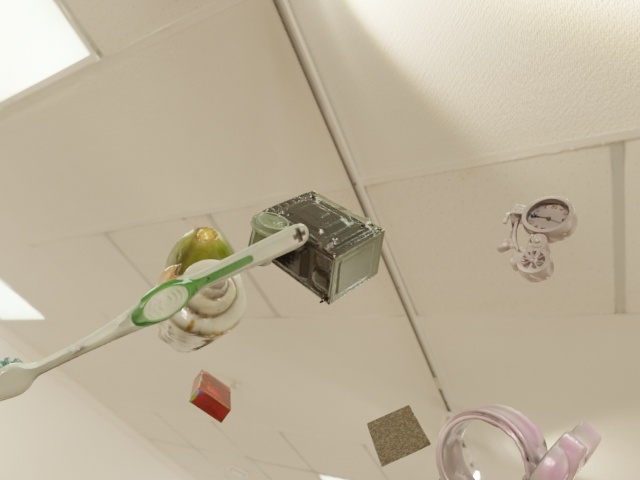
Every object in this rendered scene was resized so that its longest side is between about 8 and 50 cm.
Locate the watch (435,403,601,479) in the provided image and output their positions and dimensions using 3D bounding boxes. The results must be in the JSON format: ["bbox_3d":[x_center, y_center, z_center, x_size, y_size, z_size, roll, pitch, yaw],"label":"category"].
[{"bbox_3d":[0.340,0.400,0.788,0.210,0.249,0.217,14,13,-47],"label":"watch"}]

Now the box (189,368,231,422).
[{"bbox_3d":[-0.312,0.440,1.215,0.112,0.048,0.175,39,-8,-11],"label":"box"}]

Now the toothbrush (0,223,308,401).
[{"bbox_3d":[-0.120,0.047,0.347,0.030,0.304,0.030,28,-49,38],"label":"toothbrush"}]

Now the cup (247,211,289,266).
[{"bbox_3d":[-0.156,-0.001,1.228,0.120,0.120,0.141,22,-61,4],"label":"cup"}]

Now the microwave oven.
[{"bbox_3d":[0.000,0.000,1.451,0.355,0.286,0.219,33,-48,35],"label":"microwave oven"}]

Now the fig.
[{"bbox_3d":[-0.412,0.083,1.474,0.258,0.258,0.326,22,-39,4],"label":"fig"}]

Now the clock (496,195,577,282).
[{"bbox_3d":[0.287,-0.004,0.569,0.087,0.129,0.041,6,-33,45],"label":"clock"}]

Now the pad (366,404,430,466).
[{"bbox_3d":[0.234,0.593,1.304,0.158,0.235,0.003,-23,-84,-2],"label":"pad"}]

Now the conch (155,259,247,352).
[{"bbox_3d":[-0.226,0.141,0.754,0.158,0.127,0.255,18,-57,-15],"label":"conch"}]
